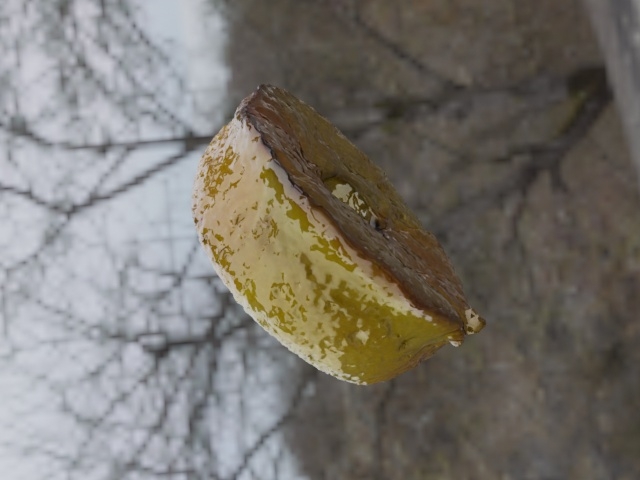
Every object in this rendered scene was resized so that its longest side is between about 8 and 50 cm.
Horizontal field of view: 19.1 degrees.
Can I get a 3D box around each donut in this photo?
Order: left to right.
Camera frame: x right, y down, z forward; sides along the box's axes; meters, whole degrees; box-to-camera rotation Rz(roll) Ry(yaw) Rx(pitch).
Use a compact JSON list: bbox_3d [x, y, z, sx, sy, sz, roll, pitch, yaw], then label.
[{"bbox_3d":[0.000,0.001,1.003,0.174,0.074,0.190,36,-164,-27],"label":"donut"}]
